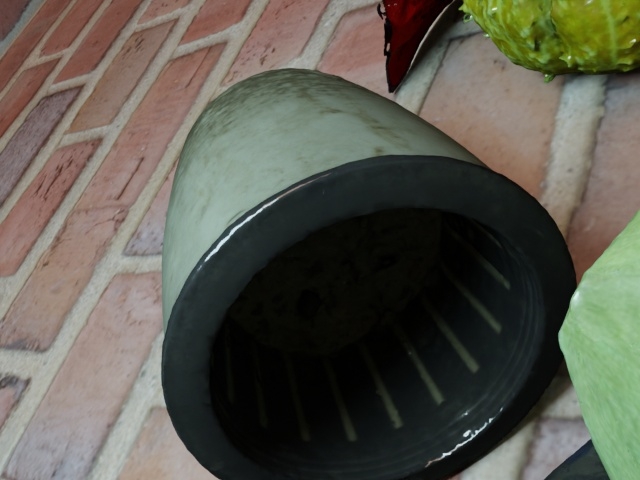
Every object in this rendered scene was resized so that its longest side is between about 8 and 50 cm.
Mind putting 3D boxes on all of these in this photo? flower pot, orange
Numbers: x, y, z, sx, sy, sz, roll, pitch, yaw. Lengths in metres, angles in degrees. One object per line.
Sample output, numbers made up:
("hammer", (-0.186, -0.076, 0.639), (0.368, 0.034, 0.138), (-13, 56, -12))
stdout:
("flower pot", (0.000, 0.000, 0.630), (0.293, 0.293, 0.330), (-37, 35, 7))
("orange", (0.280, -0.311, 0.738), (0.300, 0.223, 0.301), (-29, 39, 7))

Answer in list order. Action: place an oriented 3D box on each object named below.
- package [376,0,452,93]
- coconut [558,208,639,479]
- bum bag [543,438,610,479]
("package", (0.123, -0.314, 0.861), (0.071, 0.269, 0.194), (34, 72, 27))
("coconut", (0.267, 0.061, 0.322), (0.328, 0.281, 0.329), (0, 77, -1))
("bum bag", (0.209, 0.232, 0.403), (0.137, 0.074, 0.310), (-28, 38, 20))
